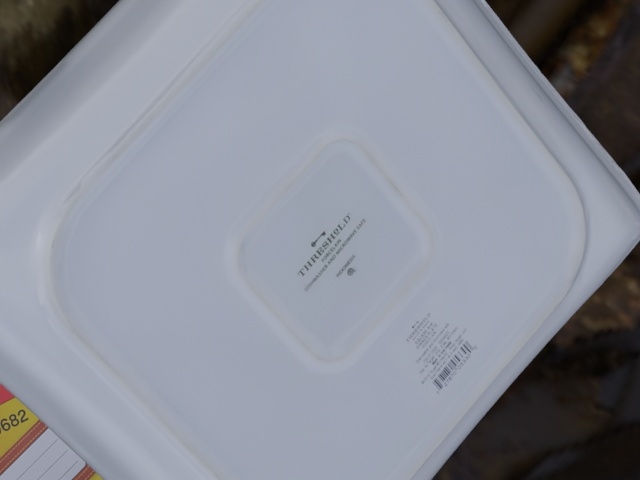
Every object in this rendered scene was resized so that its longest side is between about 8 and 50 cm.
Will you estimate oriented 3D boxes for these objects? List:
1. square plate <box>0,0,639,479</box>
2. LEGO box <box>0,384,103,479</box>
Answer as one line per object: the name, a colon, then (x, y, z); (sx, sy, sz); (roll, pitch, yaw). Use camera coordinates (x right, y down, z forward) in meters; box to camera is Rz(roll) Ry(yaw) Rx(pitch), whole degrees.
square plate: (0.000, 0.000, 1.056); (0.347, 0.049, 0.344); (-48, 118, -13)
LEGO box: (-0.186, 0.081, 1.783); (0.500, 0.372, 0.193); (-27, 100, -23)
